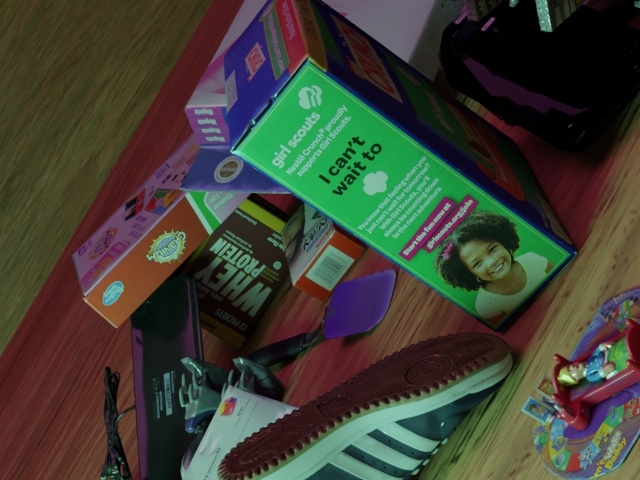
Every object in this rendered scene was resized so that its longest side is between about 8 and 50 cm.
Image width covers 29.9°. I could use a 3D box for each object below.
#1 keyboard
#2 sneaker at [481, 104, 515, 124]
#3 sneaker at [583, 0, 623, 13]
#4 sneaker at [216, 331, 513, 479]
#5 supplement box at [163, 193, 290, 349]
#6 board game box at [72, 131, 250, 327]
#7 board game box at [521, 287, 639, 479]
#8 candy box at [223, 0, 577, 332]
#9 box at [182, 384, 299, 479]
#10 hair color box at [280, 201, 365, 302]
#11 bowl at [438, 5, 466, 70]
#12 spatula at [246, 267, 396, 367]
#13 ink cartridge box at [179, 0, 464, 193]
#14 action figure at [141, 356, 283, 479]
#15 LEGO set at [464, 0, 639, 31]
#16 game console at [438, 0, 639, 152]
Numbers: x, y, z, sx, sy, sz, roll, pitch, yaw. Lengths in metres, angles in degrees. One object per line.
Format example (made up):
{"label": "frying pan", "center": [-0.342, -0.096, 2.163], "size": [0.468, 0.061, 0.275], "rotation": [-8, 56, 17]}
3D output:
{"label": "keyboard", "center": [-0.221, 0.215, 1.591], "size": [0.201, 0.033, 0.317], "rotation": [-22, 62, 32]}
{"label": "sneaker", "center": [0.228, -0.173, 1.270], "size": [0.073, 0.063, 0.162], "rotation": [-58, 20, -11]}
{"label": "sneaker", "center": [0.245, -0.250, 1.269], "size": [0.188, 0.071, 0.066], "rotation": [-27, 4, 34]}
{"label": "sneaker", "center": [0.063, 0.202, 1.084], "size": [0.282, 0.153, 0.099], "rotation": [-27, 18, -3]}
{"label": "supplement box", "center": [-0.136, 0.022, 1.746], "size": [0.191, 0.129, 0.194], "rotation": [-56, 20, 4]}
{"label": "board game box", "center": [-0.209, -0.042, 1.679], "size": [0.316, 0.064, 0.242], "rotation": [-45, 20, -1]}
{"label": "board game box", "center": [0.214, 0.103, 0.934], "size": [0.169, 0.033, 0.133], "rotation": [-59, 19, -1]}
{"label": "candy box", "center": [0.066, -0.091, 1.154], "size": [0.122, 0.317, 0.268], "rotation": [-51, 21, 19]}
{"label": "box", "center": [-0.057, 0.242, 1.267], "size": [0.186, 0.038, 0.145], "rotation": [10, 67, 42]}
{"label": "hair color box", "center": [0.000, 0.000, 1.570], "size": [0.093, 0.053, 0.167], "rotation": [-53, 19, 14]}
{"label": "bowl", "center": [0.194, -0.288, 1.535], "size": [0.142, 0.053, 0.142], "rotation": [-43, 25, 38]}
{"label": "spatula", "center": [-0.012, 0.113, 1.463], "size": [0.296, 0.030, 0.084], "rotation": [-35, 32, 48]}
{"label": "ink cartridge box", "center": [-0.008, -0.209, 1.510], "size": [0.324, 0.071, 0.330], "rotation": [2, 55, 35]}
{"label": "action figure", "center": [-0.140, 0.280, 1.420], "size": [0.185, 0.099, 0.285], "rotation": [-14, 50, 39]}
{"label": "LEGO set", "center": [0.240, -0.293, 1.031], "size": [0.331, 0.255, 0.192], "rotation": [25, 53, 35]}
{"label": "game console", "center": [0.292, -0.259, 1.184], "size": [0.361, 0.044, 0.213], "rotation": [-47, 48, -5]}
